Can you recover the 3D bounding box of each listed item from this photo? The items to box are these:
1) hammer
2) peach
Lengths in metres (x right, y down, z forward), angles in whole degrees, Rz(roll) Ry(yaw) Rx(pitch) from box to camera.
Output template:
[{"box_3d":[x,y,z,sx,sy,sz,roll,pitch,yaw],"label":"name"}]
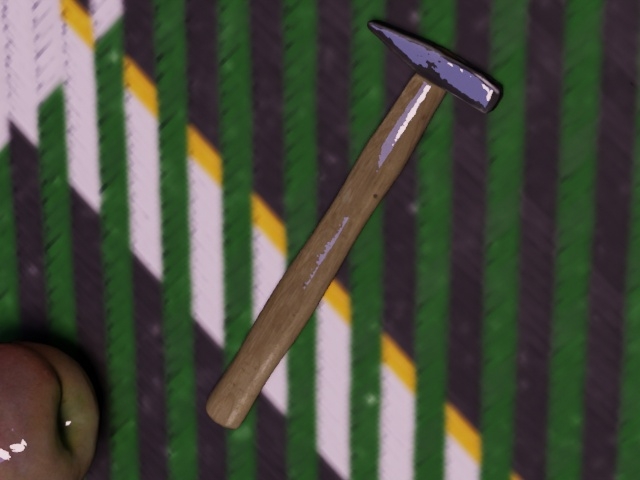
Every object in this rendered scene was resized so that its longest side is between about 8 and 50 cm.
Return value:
[{"box_3d":[0.000,0.000,0.579,0.062,0.013,0.199,35,110,6],"label":"hammer"},{"box_3d":[-0.141,0.085,0.606,0.083,0.083,0.083,4,105,16],"label":"peach"}]
